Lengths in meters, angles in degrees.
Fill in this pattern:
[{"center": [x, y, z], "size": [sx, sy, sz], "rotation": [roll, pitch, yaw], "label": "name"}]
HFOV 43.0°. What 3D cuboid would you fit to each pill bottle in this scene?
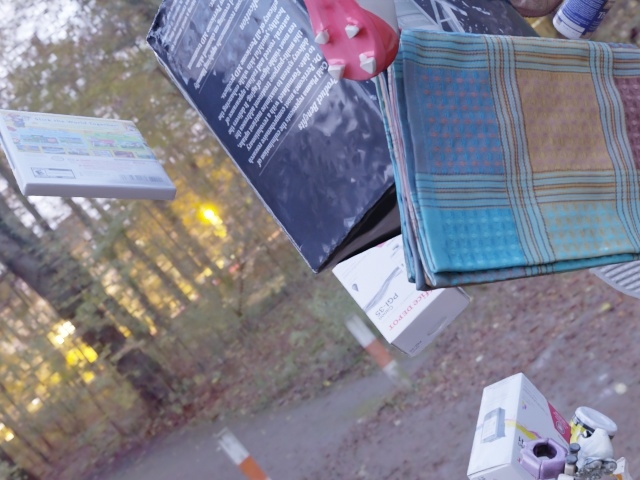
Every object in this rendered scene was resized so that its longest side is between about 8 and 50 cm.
[{"center": [0.716, 0.574, 2.229], "size": [0.119, 0.119, 0.209], "rotation": [-51, -16, -76], "label": "pill bottle"}, {"center": [0.419, -0.374, 1.256], "size": [0.067, 0.067, 0.120], "rotation": [-43, -14, -46], "label": "pill bottle"}]

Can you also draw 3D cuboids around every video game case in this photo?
[{"center": [-0.357, -0.129, 1.224], "size": [0.226, 0.206, 0.026], "rotation": [-1, -53, -36], "label": "video game case"}]

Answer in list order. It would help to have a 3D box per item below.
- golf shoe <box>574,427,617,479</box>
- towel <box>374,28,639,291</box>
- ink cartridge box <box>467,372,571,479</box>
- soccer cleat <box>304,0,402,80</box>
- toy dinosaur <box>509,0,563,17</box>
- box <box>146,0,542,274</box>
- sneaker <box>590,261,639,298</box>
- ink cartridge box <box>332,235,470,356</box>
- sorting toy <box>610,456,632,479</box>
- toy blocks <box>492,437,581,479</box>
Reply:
[{"center": [0.513, 0.410, 1.555], "size": [0.176, 0.069, 0.086], "rotation": [115, 163, -63], "label": "golf shoe"}, {"center": [0.238, -0.097, 0.879], "size": [0.370, 0.272, 0.040], "rotation": [-5, -10, -26], "label": "towel"}, {"center": [0.492, 0.514, 1.979], "size": [0.131, 0.226, 0.306], "rotation": [-33, 18, 33], "label": "ink cartridge box"}, {"center": [0.009, -0.258, 0.704], "size": [0.083, 0.248, 0.095], "rotation": [-4, 36, 32], "label": "soccer cleat"}, {"center": [0.418, -0.521, 1.729], "size": [0.127, 0.295, 0.201], "rotation": [48, -131, -75], "label": "toy dinosaur"}, {"center": [0.076, -0.271, 1.277], "size": [0.479, 0.472, 0.297], "rotation": [-24, -17, -43], "label": "box"}, {"center": [0.552, 0.033, 1.295], "size": [0.126, 0.321, 0.127], "rotation": [-66, -5, 27], "label": "sneaker"}, {"center": [0.193, 0.108, 1.969], "size": [0.207, 0.283, 0.117], "rotation": [-46, -42, 7], "label": "ink cartridge box"}, {"center": [0.844, 0.658, 2.250], "size": [0.045, 0.075, 0.083], "rotation": [-39, -3, 27], "label": "sorting toy"}, {"center": [0.314, 0.542, 1.492], "size": [0.260, 0.309, 0.288], "rotation": [9, 34, 24], "label": "toy blocks"}]
